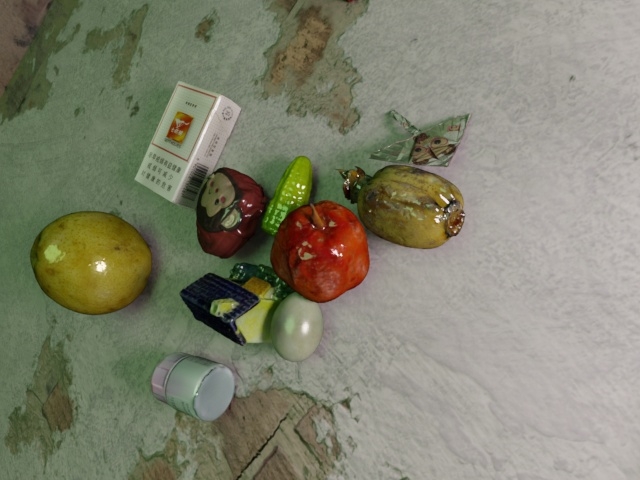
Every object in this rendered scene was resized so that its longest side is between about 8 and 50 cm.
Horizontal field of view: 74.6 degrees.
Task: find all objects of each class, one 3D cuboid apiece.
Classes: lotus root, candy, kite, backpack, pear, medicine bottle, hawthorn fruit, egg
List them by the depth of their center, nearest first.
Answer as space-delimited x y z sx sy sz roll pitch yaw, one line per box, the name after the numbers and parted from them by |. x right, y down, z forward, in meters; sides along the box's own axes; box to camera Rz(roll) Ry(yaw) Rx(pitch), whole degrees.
0.148 -0.075 0.833 0.278 0.154 0.154 24 92 32 | lotus root
0.000 0.000 0.840 0.208 0.243 0.207 -1 56 2 | hawthorn fruit
0.203 -0.217 0.865 0.229 0.012 0.250 -24 46 -1 | kite
-0.049 0.184 0.906 0.114 0.114 0.152 7 81 32 | egg
-0.070 -0.101 0.996 0.097 0.097 0.209 17 87 33 | candy
-0.308 0.348 1.015 0.169 0.135 0.135 5 82 31 | medicine bottle
-0.229 -0.060 1.049 0.229 0.139 0.229 -19 62 42 | backpack
-0.661 0.058 1.205 0.304 0.304 0.303 -7 75 30 | pear

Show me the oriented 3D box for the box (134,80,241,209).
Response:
-0.393 -0.282 1.233 0.210 0.095 0.330 27 95 32 | box

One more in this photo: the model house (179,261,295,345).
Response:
-0.195 0.129 0.953 0.194 0.211 0.170 21 92 34 | model house
